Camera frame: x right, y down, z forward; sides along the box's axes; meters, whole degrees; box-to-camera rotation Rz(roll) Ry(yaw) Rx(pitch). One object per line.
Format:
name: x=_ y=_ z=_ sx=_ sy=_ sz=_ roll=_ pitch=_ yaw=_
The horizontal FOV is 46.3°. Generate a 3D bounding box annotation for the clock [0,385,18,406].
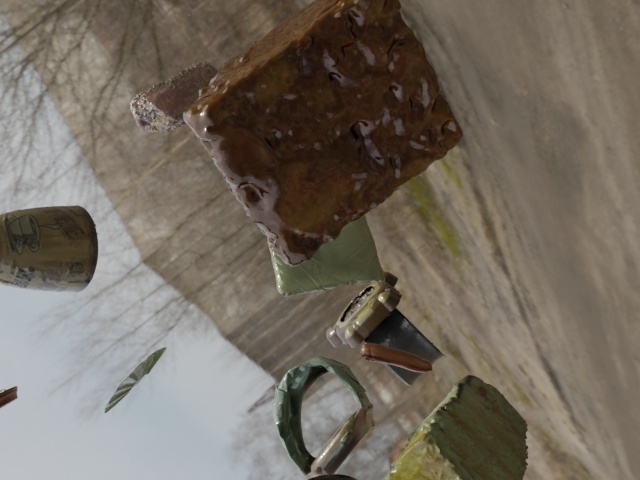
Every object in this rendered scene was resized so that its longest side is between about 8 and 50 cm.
clock: x=-0.936 y=0.462 z=2.029 sx=0.056 sy=0.245 sz=0.244 roll=60 pitch=179 yaw=-1

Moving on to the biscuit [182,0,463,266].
biscuit: x=0.006 y=-0.201 z=1.250 sx=0.342 sy=0.395 sz=0.166 roll=58 pitch=174 yaw=-33

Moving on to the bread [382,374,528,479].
bread: x=0.291 y=0.503 z=1.673 sx=0.239 sy=0.264 sz=0.395 roll=43 pitch=-153 yaw=9

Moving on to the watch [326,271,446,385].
watch: x=0.233 y=0.316 z=2.417 sx=0.327 sy=0.314 sz=0.335 roll=43 pitch=180 yaw=-6

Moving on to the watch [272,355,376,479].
watch: x=-0.004 y=0.410 z=1.771 sx=0.241 sy=0.253 sz=0.162 roll=38 pitch=-177 yaw=13

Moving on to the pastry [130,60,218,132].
pastry: x=-0.279 y=-0.306 z=1.577 sx=0.102 sy=0.112 sz=0.265 roll=58 pitch=-144 yaw=-11

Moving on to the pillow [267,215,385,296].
pillow: x=0.002 y=0.001 z=1.886 sx=0.076 sy=0.281 sz=0.274 roll=116 pitch=142 yaw=-61

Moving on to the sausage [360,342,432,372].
sausage: x=0.174 y=0.269 z=1.700 sx=0.177 sy=0.047 sz=0.040 roll=16 pitch=-127 yaw=-14

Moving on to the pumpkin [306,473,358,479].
pumpkin: x=0.028 y=0.619 z=1.442 sx=0.323 sy=0.241 sz=0.323 roll=28 pitch=-138 yaw=-28

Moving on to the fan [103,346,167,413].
fan: x=-0.502 y=0.374 z=2.023 sx=0.009 sy=0.240 sz=0.131 roll=39 pitch=162 yaw=13

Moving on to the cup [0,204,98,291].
cup: x=-0.748 y=0.008 z=1.894 sx=0.257 sy=0.227 sz=0.301 roll=4 pitch=-172 yaw=-45
